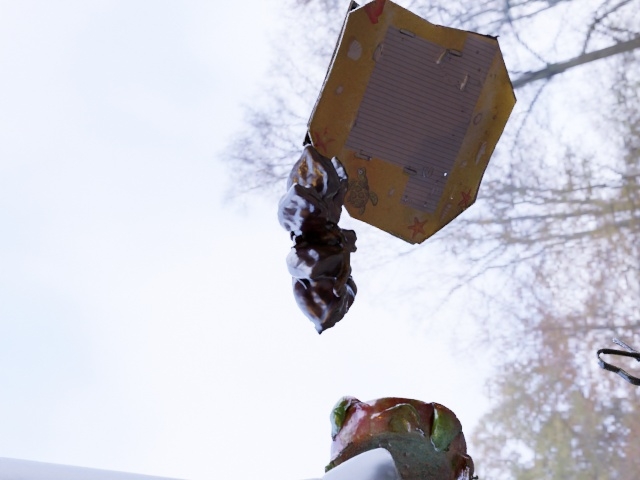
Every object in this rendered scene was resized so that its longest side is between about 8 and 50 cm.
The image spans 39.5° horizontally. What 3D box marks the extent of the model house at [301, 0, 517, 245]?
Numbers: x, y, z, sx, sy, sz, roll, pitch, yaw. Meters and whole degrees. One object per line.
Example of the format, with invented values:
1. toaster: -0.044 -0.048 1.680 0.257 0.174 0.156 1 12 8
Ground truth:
1. model house: 0.063 -0.126 0.906 0.207 0.136 0.219 13 -77 -26

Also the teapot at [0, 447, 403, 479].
1. teapot: -0.109 0.283 0.664 0.343 0.300 0.253 -4 -115 -8

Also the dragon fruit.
1. dragon fruit: 0.131 0.388 1.595 0.268 0.295 0.130 51 -161 -24

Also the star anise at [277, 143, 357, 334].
1. star anise: 0.000 0.001 0.734 0.168 0.057 0.168 -7 -90 -85

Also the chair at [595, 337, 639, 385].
1. chair: 0.425 0.260 0.977 0.159 0.325 0.170 -10 -52 -60
